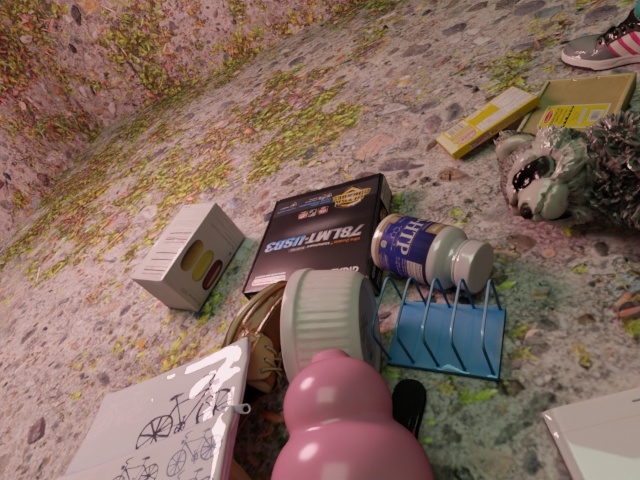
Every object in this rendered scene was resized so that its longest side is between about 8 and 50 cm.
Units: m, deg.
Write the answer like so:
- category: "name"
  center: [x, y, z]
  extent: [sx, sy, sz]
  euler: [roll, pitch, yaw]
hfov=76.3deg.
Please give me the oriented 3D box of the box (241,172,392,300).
- category: "box"
  center: [0.000, 0.000, 0.902]
  extent: [0.296, 0.073, 0.293]
  euler: [-10, 43, 28]

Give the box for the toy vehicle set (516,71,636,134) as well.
- category: "toy vehicle set"
  center: [0.502, -0.239, 0.822]
  extent: [0.166, 0.035, 0.267]
  euler: [15, 59, 44]

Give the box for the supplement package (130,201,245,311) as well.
- category: "supplement package"
  center: [-0.329, 0.039, 1.037]
  extent: [0.134, 0.139, 0.244]
  euler: [-1, 50, 36]

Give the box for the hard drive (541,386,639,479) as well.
- category: "hard drive"
  center: [0.374, 0.285, 0.366]
  extent: [0.203, 0.040, 0.307]
  euler: [-22, 40, 15]

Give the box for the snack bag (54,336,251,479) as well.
- category: "snack bag"
  center: [-0.244, 0.292, 0.563]
  extent: [0.323, 0.037, 0.342]
  euler: [-25, 26, 12]

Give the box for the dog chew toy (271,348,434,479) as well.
- category: "dog chew toy"
  center: [0.036, 0.283, 0.434]
  extent: [0.207, 0.206, 0.331]
  euler: [-21, 57, 16]

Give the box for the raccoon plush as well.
- category: "raccoon plush"
  center: [0.508, -0.125, 0.649]
  extent: [0.446, 0.216, 0.299]
  euler: [-14, 18, -22]

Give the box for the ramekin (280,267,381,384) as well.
- category: "ramekin"
  center: [0.026, 0.141, 0.636]
  extent: [0.109, 0.207, 0.207]
  euler: [-8, 45, 16]

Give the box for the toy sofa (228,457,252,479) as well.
- category: "toy sofa"
  center: [-0.252, 0.435, 0.527]
  extent: [0.363, 0.150, 0.177]
  euler: [-25, 20, 12]

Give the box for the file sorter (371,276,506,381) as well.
- category: "file sorter"
  center: [0.178, 0.123, 0.620]
  extent: [0.170, 0.104, 0.118]
  euler: [-3, 48, 34]

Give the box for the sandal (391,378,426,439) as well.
- category: "sandal"
  center: [0.106, 0.273, 0.565]
  extent: [0.067, 0.040, 0.179]
  euler: [-5, 47, 31]

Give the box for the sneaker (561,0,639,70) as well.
- category: "sneaker"
  center: [0.646, -0.452, 0.827]
  extent: [0.295, 0.178, 0.124]
  euler: [18, 62, 45]

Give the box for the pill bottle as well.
- category: "pill bottle"
  center: [0.192, 0.023, 0.708]
  extent: [0.187, 0.112, 0.112]
  euler: [18, 61, 44]

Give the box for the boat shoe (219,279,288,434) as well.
- category: "boat shoe"
  center: [-0.119, 0.227, 0.724]
  extent: [0.120, 0.122, 0.324]
  euler: [24, 73, 41]

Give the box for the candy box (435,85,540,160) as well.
- category: "candy box"
  center: [0.371, -0.266, 0.920]
  extent: [0.206, 0.027, 0.105]
  euler: [-34, 33, 14]
